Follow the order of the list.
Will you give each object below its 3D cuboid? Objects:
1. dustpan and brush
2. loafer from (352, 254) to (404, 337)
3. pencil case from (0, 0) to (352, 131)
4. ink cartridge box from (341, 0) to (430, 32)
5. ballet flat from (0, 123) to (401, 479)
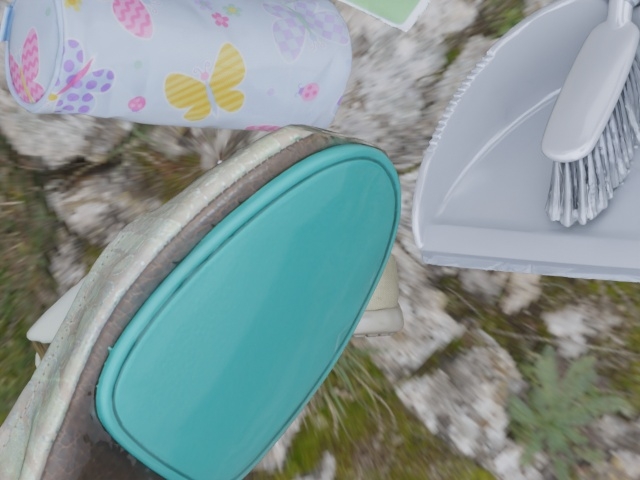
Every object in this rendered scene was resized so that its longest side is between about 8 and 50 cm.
[{"bbox_3d":[0.130,-0.084,0.871,0.147,0.060,0.211,4,52,29],"label":"dustpan and brush"},{"bbox_3d":[0.000,0.000,1.576,0.102,0.268,0.092,1,106,-24],"label":"loafer"},{"bbox_3d":[-0.110,-0.149,1.544,0.273,0.124,0.113,1,125,-32],"label":"pencil case"},{"bbox_3d":[-0.024,-0.181,0.805,0.235,0.056,0.171,29,67,14],"label":"ink cartridge box"},{"bbox_3d":[-0.048,0.040,0.375,0.168,0.052,0.057,-56,137,-16],"label":"ballet flat"}]
